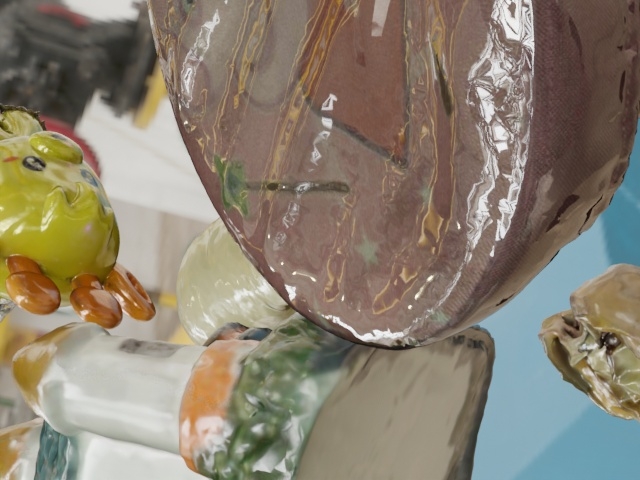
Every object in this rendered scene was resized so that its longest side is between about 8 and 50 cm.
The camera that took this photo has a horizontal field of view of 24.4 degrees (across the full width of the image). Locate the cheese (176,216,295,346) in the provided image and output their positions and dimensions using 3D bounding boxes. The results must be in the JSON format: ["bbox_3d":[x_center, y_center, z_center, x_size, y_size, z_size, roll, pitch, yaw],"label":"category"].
[{"bbox_3d":[0.000,0.000,1.284,0.328,0.351,0.130,21,-132,-75],"label":"cheese"}]

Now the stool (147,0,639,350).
[{"bbox_3d":[0.060,-0.105,0.626,0.272,0.178,0.272,31,129,47],"label":"stool"}]

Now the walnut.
[{"bbox_3d":[0.373,0.119,1.711,0.141,0.204,0.238,-46,-7,-16],"label":"walnut"}]

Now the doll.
[{"bbox_3d":[-0.195,-0.009,0.938,0.135,0.143,0.221,-59,42,13],"label":"doll"}]

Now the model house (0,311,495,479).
[{"bbox_3d":[-0.079,0.114,0.875,0.271,0.300,0.190,2,-85,-65],"label":"model house"}]
